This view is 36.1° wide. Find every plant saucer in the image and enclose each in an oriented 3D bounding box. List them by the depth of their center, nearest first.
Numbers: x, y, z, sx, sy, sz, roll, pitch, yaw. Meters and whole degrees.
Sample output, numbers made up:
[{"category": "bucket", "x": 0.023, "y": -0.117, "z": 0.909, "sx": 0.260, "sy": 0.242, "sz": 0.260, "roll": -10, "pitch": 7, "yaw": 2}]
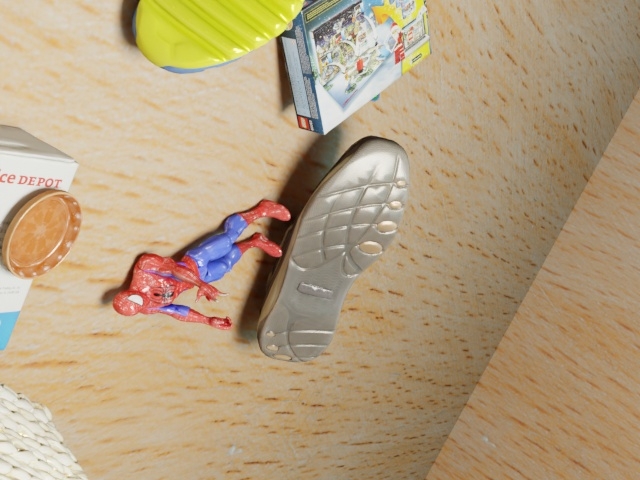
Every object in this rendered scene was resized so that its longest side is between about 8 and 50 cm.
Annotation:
[{"category": "plant saucer", "x": -0.238, "y": -0.006, "z": 0.836, "sx": 0.083, "sy": 0.013, "sz": 0.083, "roll": -46, "pitch": 154, "yaw": -31}]

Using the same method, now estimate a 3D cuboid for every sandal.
[{"category": "sandal", "x": -0.053, "y": -0.276, "z": 0.966, "sx": 0.317, "sy": 0.126, "sz": 0.138, "roll": -42, "pitch": -168, "yaw": -11}]

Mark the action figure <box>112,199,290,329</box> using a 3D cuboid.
[{"category": "action figure", "x": -0.116, "y": 0.044, "z": 1.169, "sx": 0.280, "sy": 0.139, "sz": 0.092, "roll": -26, "pitch": 138, "yaw": -46}]

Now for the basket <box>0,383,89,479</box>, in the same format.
[{"category": "basket", "x": -0.346, "y": 0.284, "z": 0.759, "sx": 0.331, "sy": 0.266, "sz": 0.328, "roll": -38, "pitch": 152, "yaw": -5}]

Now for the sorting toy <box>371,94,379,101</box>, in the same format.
[{"category": "sorting toy", "x": 0.056, "y": -0.219, "z": 1.317, "sx": 0.102, "sy": 0.042, "sz": 0.061, "roll": -32, "pitch": 129, "yaw": -25}]

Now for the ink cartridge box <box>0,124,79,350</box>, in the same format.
[{"category": "ink cartridge box", "x": -0.306, "y": -0.002, "z": 0.825, "sx": 0.139, "sy": 0.082, "sz": 0.191, "roll": 3, "pitch": 113, "yaw": -63}]

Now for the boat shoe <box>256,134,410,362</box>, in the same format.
[{"category": "boat shoe", "x": 0.000, "y": 0.000, "z": 1.342, "sx": 0.132, "sy": 0.130, "sz": 0.355, "roll": 20, "pitch": 115, "yaw": -23}]

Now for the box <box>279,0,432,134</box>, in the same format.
[{"category": "box", "x": 0.048, "y": -0.256, "z": 1.204, "sx": 0.233, "sy": 0.044, "sz": 0.159, "roll": -40, "pitch": 133, "yaw": -35}]
